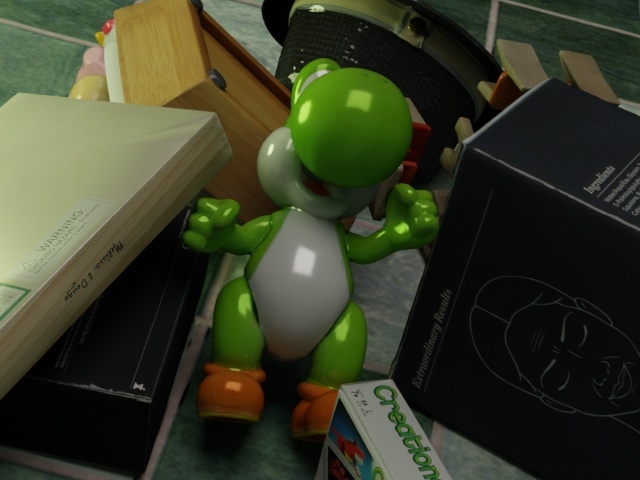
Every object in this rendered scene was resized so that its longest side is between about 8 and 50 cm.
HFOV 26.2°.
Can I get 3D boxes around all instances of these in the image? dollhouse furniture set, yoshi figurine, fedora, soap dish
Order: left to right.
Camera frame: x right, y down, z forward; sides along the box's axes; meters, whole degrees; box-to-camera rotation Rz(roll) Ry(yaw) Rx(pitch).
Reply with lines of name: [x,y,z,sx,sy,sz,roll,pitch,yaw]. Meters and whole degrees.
soap dish: [-0.092,-0.114,1.456,0.291,0.118,0.229,41,19,-34]
yoshi figurine: [-0.003,-0.007,1.244,0.203,0.362,0.203,-1,-17,35]
fedora: [0.059,-0.171,1.650,0.334,0.334,0.152,22,71,11]
dollhouse furniture set: [0.167,-0.069,1.466,0.259,0.262,0.135,7,36,-21]

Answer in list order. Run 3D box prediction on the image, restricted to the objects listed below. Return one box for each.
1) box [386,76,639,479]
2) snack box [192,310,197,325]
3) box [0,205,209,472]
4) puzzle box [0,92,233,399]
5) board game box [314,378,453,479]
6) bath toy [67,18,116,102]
box: [0.305,0.078,1.291,0.395,0.293,0.212,28,36,19]
snack box: [-0.214,0.051,1.377,0.178,0.022,0.064,29,39,20]
box: [-0.214,0.069,1.258,0.184,0.103,0.261,10,40,3]
puzzle box: [-0.296,0.016,1.181,0.272,0.052,0.409,11,46,37]
board game box: [0.071,0.275,1.010,0.053,0.193,0.305,-4,38,-24]
bath toy: [-0.229,-0.163,1.601,0.151,0.129,0.348,50,22,-30]
